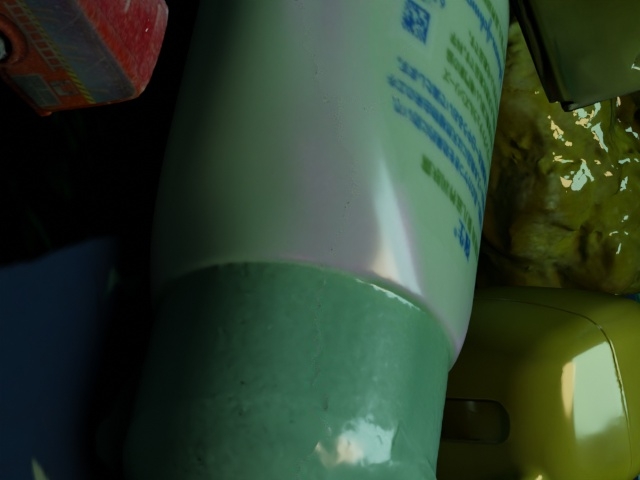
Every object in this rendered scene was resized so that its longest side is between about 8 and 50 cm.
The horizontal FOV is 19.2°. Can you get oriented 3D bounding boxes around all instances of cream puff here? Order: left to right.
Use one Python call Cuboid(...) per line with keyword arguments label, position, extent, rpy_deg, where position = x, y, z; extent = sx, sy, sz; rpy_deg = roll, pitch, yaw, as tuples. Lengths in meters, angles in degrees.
Cuboid(label="cream puff", position=(0.193, -0.078, 1.324), extent=(0.282, 0.185, 0.282), rpy_deg=(0, 90, -66))

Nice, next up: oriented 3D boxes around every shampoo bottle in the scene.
Cuboid(label="shampoo bottle", position=(0.000, 0.000, 0.924), extent=(0.222, 0.151, 0.349), rpy_deg=(61, 33, -55))

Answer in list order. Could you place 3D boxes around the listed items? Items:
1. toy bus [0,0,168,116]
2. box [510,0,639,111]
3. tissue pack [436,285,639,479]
Cuboid(label="toy bus", position=(-0.130, -0.129, 0.745), extent=(0.192, 0.077, 0.065), rpy_deg=(57, 35, -48))
Cuboid(label="box", position=(0.115, -0.336, 1.080), extent=(0.420, 0.138, 0.373), rpy_deg=(-99, 169, -56))
Cuboid(label="tissue pack", position=(0.105, 0.092, 1.109), extent=(0.127, 0.178, 0.123), rpy_deg=(-19, 103, -46))
